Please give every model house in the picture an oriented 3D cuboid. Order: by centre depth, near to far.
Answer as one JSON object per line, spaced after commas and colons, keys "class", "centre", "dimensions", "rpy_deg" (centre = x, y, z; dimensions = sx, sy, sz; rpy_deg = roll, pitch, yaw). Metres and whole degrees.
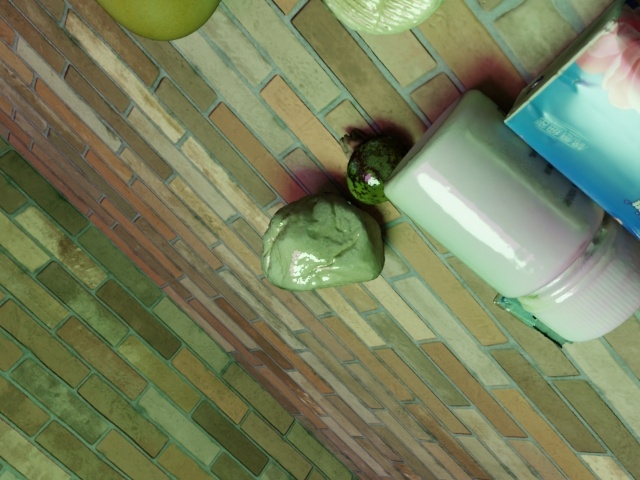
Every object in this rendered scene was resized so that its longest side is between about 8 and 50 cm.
{"class": "model house", "centre": [0.413, 0.116, 1.077], "dimensions": [0.148, 0.119, 0.149], "rpy_deg": [33, 176, -28]}

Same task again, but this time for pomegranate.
{"class": "pomegranate", "centre": [0.107, -0.147, 1.051], "dimensions": [0.126, 0.163, 0.138], "rpy_deg": [-11, 152, 3]}

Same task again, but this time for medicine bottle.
{"class": "medicine bottle", "centre": [0.309, -0.036, 0.876], "dimensions": [0.388, 0.219, 0.219], "rpy_deg": [39, 147, -2]}

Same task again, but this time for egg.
{"class": "egg", "centre": [-0.264, -0.464, 0.881], "dimensions": [0.250, 0.250, 0.322], "rpy_deg": [33, 151, 10]}

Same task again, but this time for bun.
{"class": "bun", "centre": [0.086, -0.394, 0.737], "dimensions": [0.221, 0.134, 0.220], "rpy_deg": [22, 137, 23]}
{"class": "bun", "centre": [0.007, -0.001, 1.202], "dimensions": [0.282, 0.282, 0.204], "rpy_deg": [-6, 92, 48]}

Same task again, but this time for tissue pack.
{"class": "tissue pack", "centre": [0.405, -0.142, 0.727], "dimensions": [0.270, 0.137, 0.209], "rpy_deg": [40, 149, -3]}

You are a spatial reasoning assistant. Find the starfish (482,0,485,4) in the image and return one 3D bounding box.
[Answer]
{"class": "starfish", "centre": [0.224, -0.366, 0.747], "dimensions": [0.092, 0.016, 0.086], "rpy_deg": [-2, 128, 48]}
